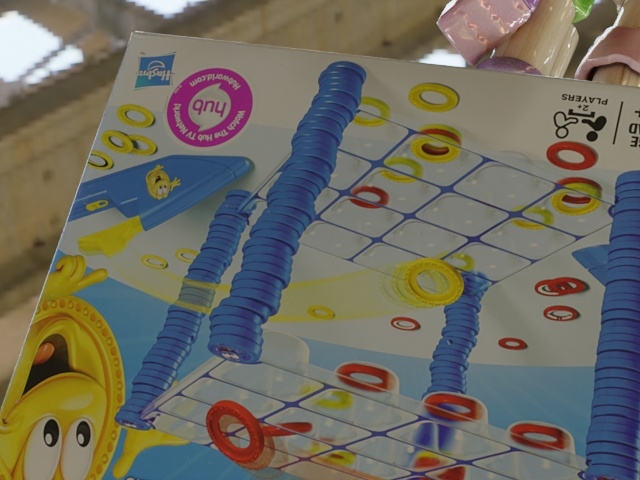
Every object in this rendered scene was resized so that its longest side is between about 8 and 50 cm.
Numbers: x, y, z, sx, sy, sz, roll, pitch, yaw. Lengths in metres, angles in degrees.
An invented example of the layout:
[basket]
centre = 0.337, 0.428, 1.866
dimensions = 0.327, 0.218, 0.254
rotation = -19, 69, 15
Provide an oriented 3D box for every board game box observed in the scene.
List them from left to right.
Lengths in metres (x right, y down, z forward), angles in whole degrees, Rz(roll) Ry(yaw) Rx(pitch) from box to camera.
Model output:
[board game box]
centre = 0.028, 0.078, 0.647
dimensions = 0.308, 0.086, 0.302
rotation = 8, -113, 18

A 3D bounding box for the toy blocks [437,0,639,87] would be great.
[toy blocks]
centre = 0.154, -0.173, 1.074
dimensions = 0.309, 0.288, 0.260
rotation = -17, -145, 44
